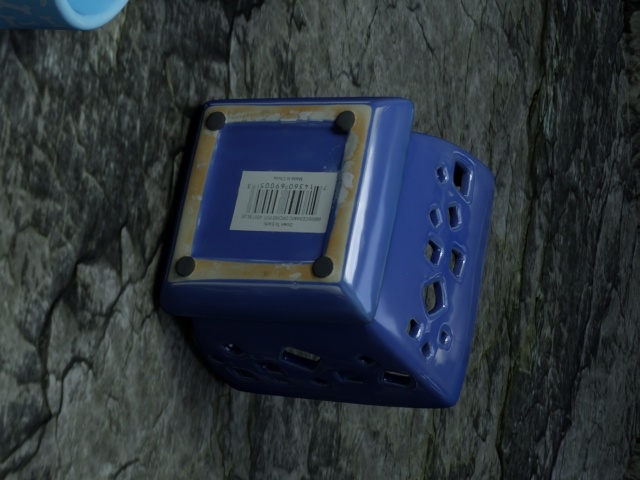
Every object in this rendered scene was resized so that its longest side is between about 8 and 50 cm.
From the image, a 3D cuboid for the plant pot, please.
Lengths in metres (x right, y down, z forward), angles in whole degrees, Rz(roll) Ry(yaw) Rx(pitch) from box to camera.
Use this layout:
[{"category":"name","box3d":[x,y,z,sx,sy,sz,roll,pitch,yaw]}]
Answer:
[{"category":"plant pot","box3d":[0.000,0.000,1.679,0.212,0.236,0.236,45,52,-56]}]

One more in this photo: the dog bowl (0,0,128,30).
[{"category":"dog bowl","box3d":[-0.151,-0.276,1.362,0.297,0.074,0.166,-65,158,-22]}]
